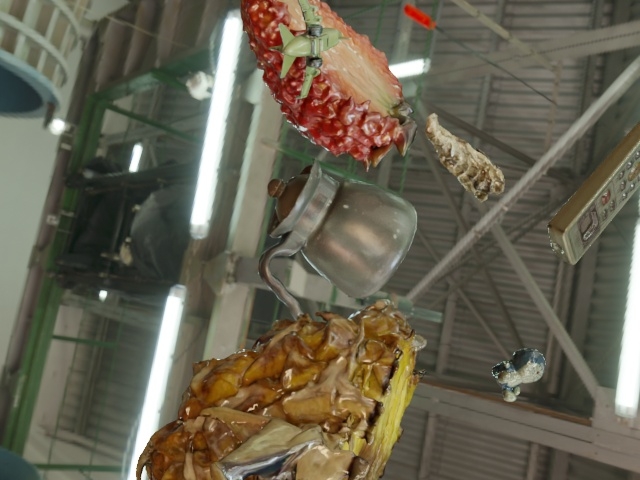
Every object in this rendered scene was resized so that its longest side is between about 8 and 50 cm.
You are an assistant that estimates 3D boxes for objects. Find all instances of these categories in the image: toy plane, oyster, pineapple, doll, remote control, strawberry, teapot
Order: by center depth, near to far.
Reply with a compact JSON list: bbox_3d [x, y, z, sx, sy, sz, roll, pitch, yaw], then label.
[{"bbox_3d":[-0.032,0.116,0.445,0.161,0.334,0.158,25,-50,16],"label":"pineapple"},{"bbox_3d":[-0.008,-0.193,0.665,0.040,0.111,0.102,20,-58,31],"label":"toy plane"},{"bbox_3d":[-0.016,-0.229,0.899,0.138,0.306,0.233,-41,-160,28],"label":"strawberry"},{"bbox_3d":[0.302,0.196,1.035,0.083,0.076,0.050,-29,-138,1],"label":"doll"},{"bbox_3d":[0.459,-0.093,1.045,0.285,0.123,0.038,-47,-126,-4],"label":"remote control"},{"bbox_3d":[0.272,-0.151,1.331,0.200,0.061,0.106,34,-53,6],"label":"oyster"},{"bbox_3d":[0.000,-0.008,1.346,0.305,0.285,0.223,-57,-169,5],"label":"teapot"}]
